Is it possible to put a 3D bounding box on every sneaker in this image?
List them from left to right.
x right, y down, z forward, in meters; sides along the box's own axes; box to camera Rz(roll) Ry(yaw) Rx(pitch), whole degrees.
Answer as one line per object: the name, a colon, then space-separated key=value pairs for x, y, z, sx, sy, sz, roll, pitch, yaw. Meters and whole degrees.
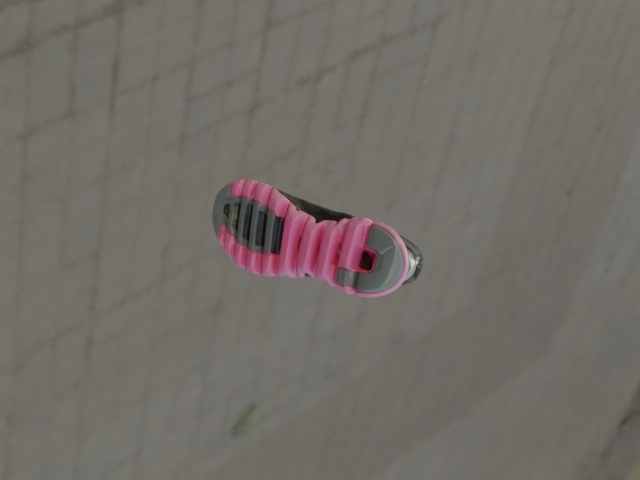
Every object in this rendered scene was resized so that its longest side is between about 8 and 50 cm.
sneaker: x=0.000 y=0.000 z=0.796 sx=0.057 sy=0.119 sz=0.047 roll=-3 pitch=111 yaw=-62
